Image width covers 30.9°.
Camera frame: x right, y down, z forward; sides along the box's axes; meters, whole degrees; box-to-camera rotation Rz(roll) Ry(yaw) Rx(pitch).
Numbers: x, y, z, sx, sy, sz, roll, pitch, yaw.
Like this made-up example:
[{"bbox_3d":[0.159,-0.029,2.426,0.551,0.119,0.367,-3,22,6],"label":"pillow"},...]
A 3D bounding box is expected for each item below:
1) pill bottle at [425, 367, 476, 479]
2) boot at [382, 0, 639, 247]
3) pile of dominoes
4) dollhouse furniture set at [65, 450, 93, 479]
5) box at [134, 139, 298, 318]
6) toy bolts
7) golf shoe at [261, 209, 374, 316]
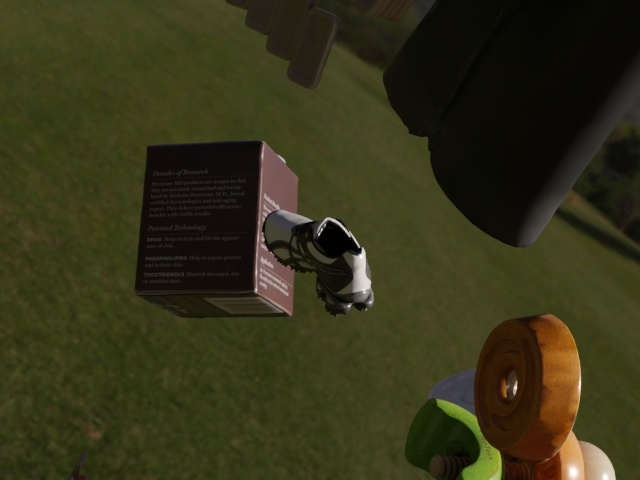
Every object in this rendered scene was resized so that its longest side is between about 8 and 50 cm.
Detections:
[{"bbox_3d":[0.253,0.352,1.624,0.176,0.176,0.319,-105,-175,-74],"label":"pill bottle"},{"bbox_3d":[0.232,-0.145,0.824,0.146,0.445,0.367,8,48,-30],"label":"boot"},{"bbox_3d":[-0.013,-0.261,0.895,0.040,0.196,0.251,2,43,-51],"label":"pile of dominoes"},{"bbox_3d":[-0.257,0.424,1.625,0.262,0.135,0.259,30,18,-6],"label":"dollhouse furniture set"},{"bbox_3d":[-0.132,-0.010,1.538,0.167,0.203,0.168,-2,-15,15],"label":"box"},{"bbox_3d":[0.184,0.182,0.806,0.158,0.218,0.229,9,41,-20],"label":"toy bolts"},{"bbox_3d":[0.000,0.000,1.339,0.077,0.094,0.198,-19,40,-30],"label":"golf shoe"}]
